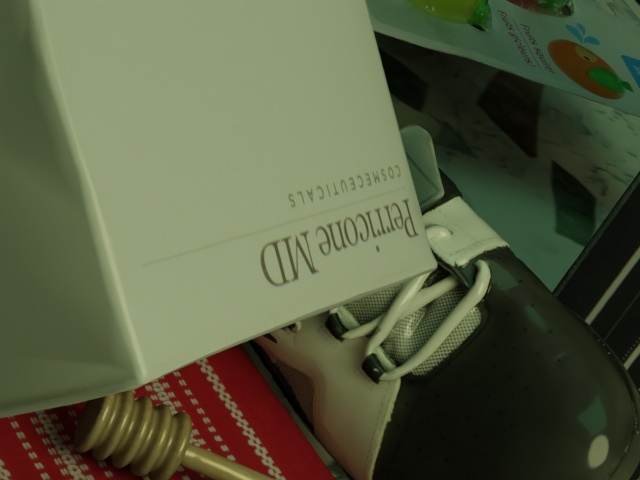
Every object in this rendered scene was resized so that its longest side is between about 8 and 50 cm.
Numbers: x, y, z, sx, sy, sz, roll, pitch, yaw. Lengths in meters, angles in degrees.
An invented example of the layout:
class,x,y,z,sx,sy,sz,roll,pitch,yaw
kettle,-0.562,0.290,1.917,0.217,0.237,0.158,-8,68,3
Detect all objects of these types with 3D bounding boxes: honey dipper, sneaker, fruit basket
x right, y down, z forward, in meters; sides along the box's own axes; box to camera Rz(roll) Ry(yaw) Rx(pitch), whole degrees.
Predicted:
class,x,y,z,sx,sy,sz,roll,pitch,yaw
honey dipper,-0.019,0.100,0.674,0.161,0.030,0.030,27,31,-17
sneaker,0.000,0.000,0.740,0.330,0.122,0.146,43,-6,41
fruit basket,0.066,-0.215,1.111,0.353,0.165,0.327,10,37,-24

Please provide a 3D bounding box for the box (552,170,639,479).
class,x,y,z,sx,sy,sz,roll,pitch,yaw
box,0.275,0.069,0.775,0.183,0.296,0.294,-13,52,-49

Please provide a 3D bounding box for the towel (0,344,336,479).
class,x,y,z,sx,sy,sz,roll,pitch,yaw
towel,-0.095,0.113,0.644,0.275,0.031,0.199,-7,50,-44

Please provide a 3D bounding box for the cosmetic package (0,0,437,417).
class,x,y,z,sx,sy,sz,roll,pitch,yaw
cosmetic package,-0.110,-0.139,0.598,0.217,0.156,0.385,-22,95,-60
